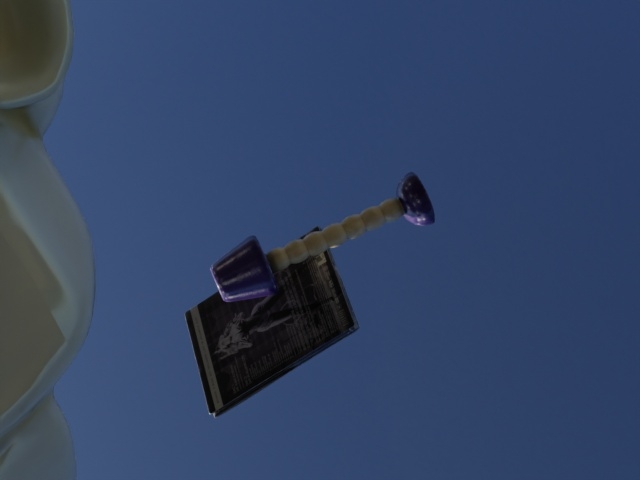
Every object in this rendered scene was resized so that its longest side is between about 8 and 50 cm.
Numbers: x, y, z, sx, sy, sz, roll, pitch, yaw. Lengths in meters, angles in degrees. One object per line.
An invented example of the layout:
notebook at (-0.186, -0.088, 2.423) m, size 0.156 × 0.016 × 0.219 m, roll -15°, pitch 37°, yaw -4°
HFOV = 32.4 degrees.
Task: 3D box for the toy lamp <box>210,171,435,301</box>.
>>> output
toy lamp at (0.000, 0.000, 1.341) m, size 0.274 × 0.080 × 0.080 m, roll -22°, pitch -116°, yaw -7°

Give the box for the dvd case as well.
dvd case at (-0.066, 0.101, 1.384) m, size 0.221 × 0.018 × 0.164 m, roll -33°, pitch -130°, yaw 15°

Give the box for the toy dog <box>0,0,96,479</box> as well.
toy dog at (-0.292, -0.045, 0.589) m, size 0.408 × 0.395 × 0.284 m, roll 11°, pitch -122°, yaw 51°
